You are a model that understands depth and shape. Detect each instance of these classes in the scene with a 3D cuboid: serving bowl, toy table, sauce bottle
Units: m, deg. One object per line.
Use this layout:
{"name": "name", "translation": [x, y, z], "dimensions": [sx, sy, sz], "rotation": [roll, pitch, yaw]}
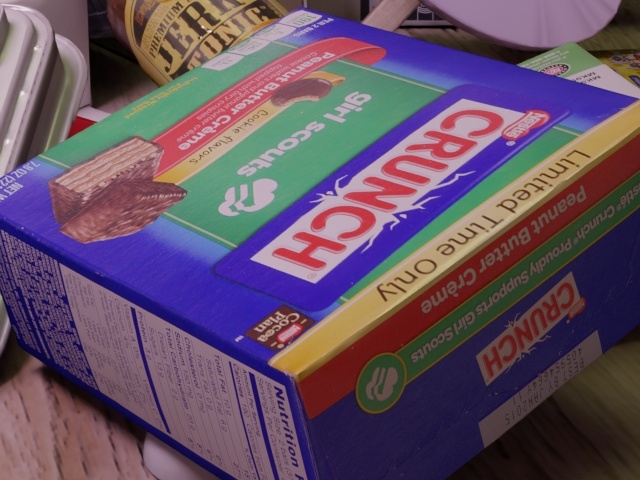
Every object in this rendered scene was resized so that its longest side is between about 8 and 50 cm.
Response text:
{"name": "serving bowl", "translation": [-0.058, 0.107, 0.991], "dimensions": [0.083, 0.027, 0.083], "rotation": [0, 26, 0]}
{"name": "toy table", "translation": [0.121, -0.268, 1.495], "dimensions": [0.252, 0.274, 0.161], "rotation": [-39, 5, -7]}
{"name": "sauce bottle", "translation": [-0.086, -0.152, 1.314], "dimensions": [0.111, 0.111, 0.344], "rotation": [-21, 51, -35]}

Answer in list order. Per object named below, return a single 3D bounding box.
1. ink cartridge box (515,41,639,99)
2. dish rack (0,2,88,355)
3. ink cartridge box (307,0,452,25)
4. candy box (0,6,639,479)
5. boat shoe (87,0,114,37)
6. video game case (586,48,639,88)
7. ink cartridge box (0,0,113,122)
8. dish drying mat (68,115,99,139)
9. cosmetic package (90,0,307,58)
{"name": "ink cartridge box", "translation": [0.157, -0.033, 1.164], "dimensions": [0.154, 0.093, 0.212], "rotation": [-23, 33, -10]}
{"name": "dish rack", "translation": [-0.316, -0.051, 1.139], "dimensions": [0.285, 0.072, 0.333], "rotation": [4, 49, 6]}
{"name": "ink cartridge box", "translation": [0.144, -0.256, 1.677], "dimensions": [0.333, 0.065, 0.165], "rotation": [-1, 26, 3]}
{"name": "candy box", "translation": [0.000, 0.000, 0.989], "dimensions": [0.268, 0.122, 0.317], "rotation": [-34, 36, -27]}
{"name": "boat shoe", "translation": [-0.264, -0.213, 1.560], "dimensions": [0.301, 0.102, 0.108], "rotation": [4, 28, 45]}
{"name": "video game case", "translation": [0.330, -0.102, 1.371], "dimensions": [0.248, 0.035, 0.275], "rotation": [-3, 21, -6]}
{"name": "ink cartridge box", "translation": [-0.326, -0.155, 1.415], "dimensions": [0.353, 0.119, 0.207], "rotation": [21, 34, 34]}
{"name": "dish drying mat", "translation": [-0.188, -0.083, 1.340], "dimensions": [0.083, 0.008, 0.032], "rotation": [16, 55, -36]}
{"name": "cosmetic package", "translation": [-0.154, -0.257, 1.586], "dimensions": [0.129, 0.153, 0.296], "rotation": [-22, 35, -34]}
